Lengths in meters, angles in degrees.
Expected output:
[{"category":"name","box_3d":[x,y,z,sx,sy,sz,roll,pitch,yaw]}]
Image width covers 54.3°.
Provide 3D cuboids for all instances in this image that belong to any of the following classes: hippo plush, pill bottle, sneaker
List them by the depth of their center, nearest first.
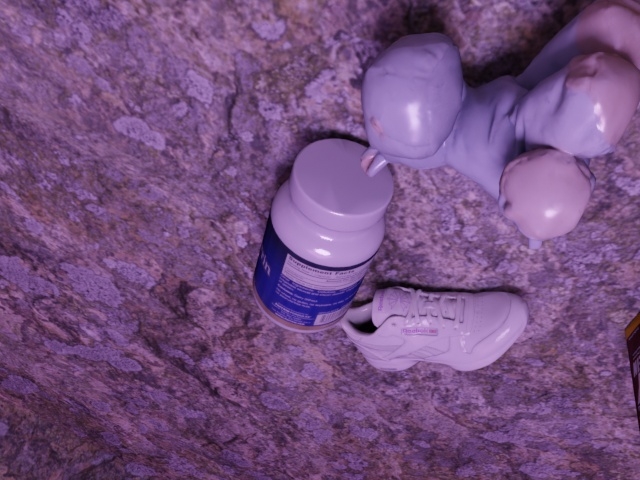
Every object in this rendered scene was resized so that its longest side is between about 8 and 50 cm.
[{"category":"hippo plush","box_3d":[0.168,-0.141,0.626,0.237,0.234,0.294,25,-174,14]},{"category":"pill bottle","box_3d":[0.000,0.000,0.840,0.153,0.153,0.264,17,140,-3]},{"category":"sneaker","box_3d":[0.167,0.132,0.977,0.305,0.114,0.152,-18,132,33]}]

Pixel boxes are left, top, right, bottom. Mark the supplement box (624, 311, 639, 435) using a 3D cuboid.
[{"category":"supplement box","box_3d":[0.555,0.191,0.868,0.191,0.194,0.129,11,141,3]}]
